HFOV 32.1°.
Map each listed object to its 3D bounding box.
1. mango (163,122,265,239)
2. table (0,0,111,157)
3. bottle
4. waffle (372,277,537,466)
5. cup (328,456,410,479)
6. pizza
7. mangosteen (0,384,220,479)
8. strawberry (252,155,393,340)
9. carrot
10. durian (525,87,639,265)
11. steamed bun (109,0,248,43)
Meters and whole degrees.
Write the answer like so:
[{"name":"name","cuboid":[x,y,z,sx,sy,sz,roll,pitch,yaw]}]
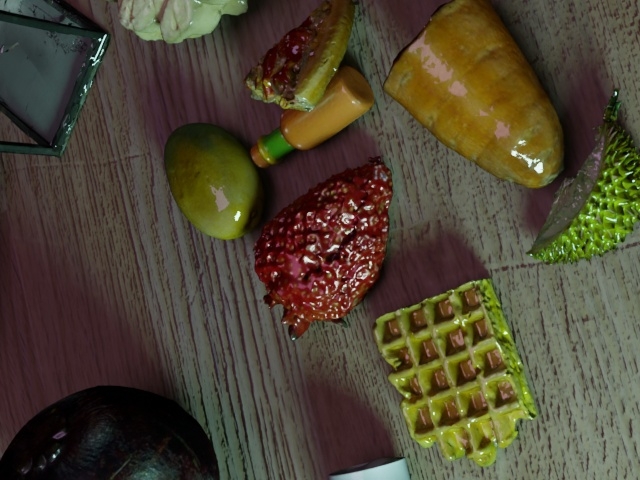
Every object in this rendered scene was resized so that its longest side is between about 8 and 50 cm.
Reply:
[{"name":"mango","cuboid":[-0.150,-0.086,1.521,0.195,0.092,0.130,43,116,35]},{"name":"table","cuboid":[-0.551,-0.306,1.672,0.335,0.272,0.222,37,111,28]},{"name":"bottle","cuboid":[-0.018,-0.152,1.438,0.187,0.069,0.069,-32,73,32]},{"name":"waffle","cuboid":[0.162,0.169,1.330,0.160,0.055,0.210,-23,79,31]},{"name":"cup","cuboid":[0.071,0.340,1.383,0.099,0.136,0.133,-14,82,-1]},{"name":"pizza","cuboid":[-0.044,-0.228,1.430,0.199,0.062,0.188,-22,39,47]},{"name":"mangosteen","cuboid":[-0.280,0.350,1.502,0.330,0.330,0.330,1,91,34]},{"name":"strawberry","cuboid":[0.011,0.008,1.402,0.228,0.098,0.174,-41,70,28]},{"name":"carrot","cuboid":[0.194,-0.158,1.257,0.225,0.159,0.159,47,115,13]},{"name":"durian","cuboid":[0.299,-0.055,1.224,0.100,0.086,0.215,45,117,40]},{"name":"steamed bun","cuboid":[-0.189,-0.407,1.513,0.295,0.137,0.292,-33,74,36]}]
